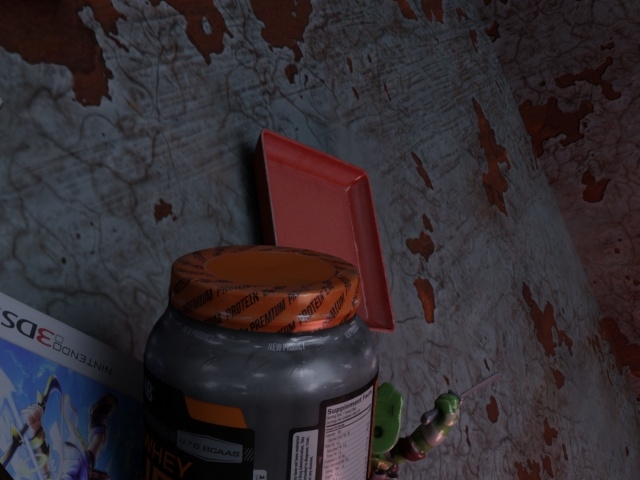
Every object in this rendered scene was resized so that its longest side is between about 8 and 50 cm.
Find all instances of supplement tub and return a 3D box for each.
[{"bbox_3d":[-0.052,0.173,0.649,0.193,0.194,0.316,-16,113,-57],"label":"supplement tub"}]

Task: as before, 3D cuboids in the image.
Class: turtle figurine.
[{"bbox_3d":[0.048,0.178,0.883,0.198,0.274,0.266,38,-9,22],"label":"turtle figurine"}]

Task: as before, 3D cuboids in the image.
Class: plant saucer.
[{"bbox_3d":[0.000,0.000,1.068,0.258,0.048,0.259,14,61,-52],"label":"plant saucer"}]

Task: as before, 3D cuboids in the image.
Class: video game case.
[{"bbox_3d":[-0.247,0.187,0.592,0.244,0.061,0.269,37,45,-39],"label":"video game case"}]

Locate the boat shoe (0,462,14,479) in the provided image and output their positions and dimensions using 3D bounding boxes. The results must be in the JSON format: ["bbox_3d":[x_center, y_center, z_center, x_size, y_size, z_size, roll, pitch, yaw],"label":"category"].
[{"bbox_3d":[-0.206,0.236,0.494,0.098,0.109,0.302,-35,118,-18],"label":"boat shoe"}]

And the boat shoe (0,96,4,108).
[{"bbox_3d":[-0.364,-0.085,0.515,0.320,0.118,0.103,-28,102,-50],"label":"boat shoe"}]
